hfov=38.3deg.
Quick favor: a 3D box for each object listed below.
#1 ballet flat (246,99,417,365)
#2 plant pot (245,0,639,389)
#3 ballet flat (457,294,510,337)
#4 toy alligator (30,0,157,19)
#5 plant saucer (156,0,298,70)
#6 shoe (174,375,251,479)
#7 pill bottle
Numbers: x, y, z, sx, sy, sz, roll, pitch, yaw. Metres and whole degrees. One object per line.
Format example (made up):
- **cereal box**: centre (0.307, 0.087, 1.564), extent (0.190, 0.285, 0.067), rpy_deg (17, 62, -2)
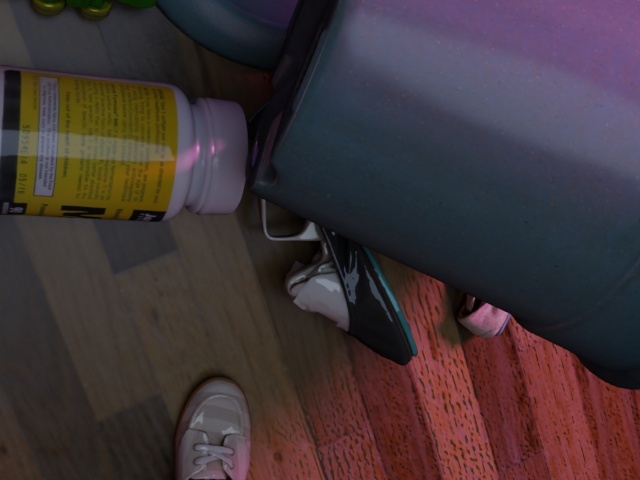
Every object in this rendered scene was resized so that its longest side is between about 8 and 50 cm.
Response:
- **ballet flat**: centre (0.000, 0.000, 0.863), extent (0.096, 0.095, 0.280), rpy_deg (-22, 96, -7)
- **plant pot**: centre (0.139, -0.101, 0.708), extent (0.334, 0.341, 0.341), rpy_deg (20, 91, -11)
- **ballet flat**: centre (0.194, 0.021, 0.958), extent (0.052, 0.057, 0.168), rpy_deg (26, 89, -14)
- **toy alligator**: centre (-0.228, -0.222, 0.751), extent (0.190, 0.056, 0.051), rpy_deg (2, 57, -21)
- **plant saucer**: centre (-0.025, -0.311, 0.819), extent (0.318, 0.044, 0.317), rpy_deg (-4, 100, -21)
- **shoe**: centre (-0.102, 0.239, 0.874), extent (0.077, 0.058, 0.219), rpy_deg (6, 97, -23)
- **pill bottle**: centre (-0.172, -0.075, 0.758), extent (0.209, 0.119, 0.119), rpy_deg (3, 98, -21)
